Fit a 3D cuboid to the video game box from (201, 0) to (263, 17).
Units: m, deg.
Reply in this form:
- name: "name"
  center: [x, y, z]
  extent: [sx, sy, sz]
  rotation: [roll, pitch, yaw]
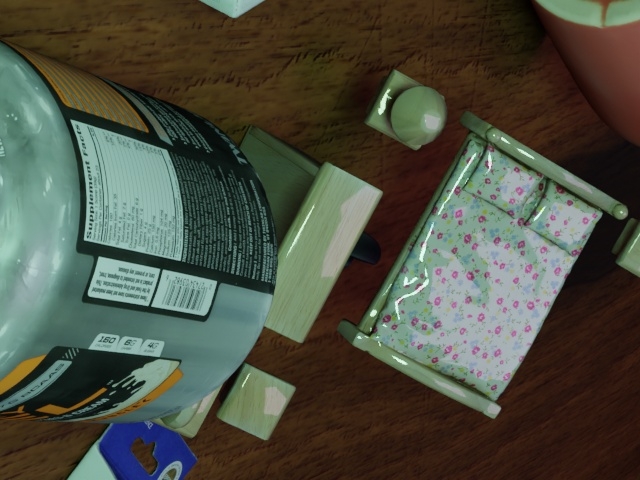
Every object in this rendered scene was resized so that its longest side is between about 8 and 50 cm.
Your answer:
- name: "video game box"
  center: [-0.001, -0.264, 1.171]
  extent: [0.205, 0.048, 0.187]
  rotation: [-38, 150, -42]

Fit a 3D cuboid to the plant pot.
- name: "plant pot"
  center: [0.297, -0.235, 1.576]
  extent: [0.243, 0.275, 0.275]
  rotation: [26, 93, -57]

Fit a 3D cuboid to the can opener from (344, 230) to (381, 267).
- name: "can opener"
  center: [0.000, 0.000, 1.468]
  extent: [0.186, 0.059, 0.073]
  rotation: [19, 76, -72]

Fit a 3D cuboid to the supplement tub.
- name: "supplement tub"
  center: [-0.166, -0.003, 0.952]
  extent: [0.193, 0.194, 0.316]
  rotation: [-63, 156, 5]

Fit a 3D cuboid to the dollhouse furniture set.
- name: "dollhouse furniture set"
  center: [0.089, 0.068, 1.327]
  extent: [0.356, 0.174, 0.303]
  rotation: [27, 94, -22]

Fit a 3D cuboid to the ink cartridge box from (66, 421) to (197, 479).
- name: "ink cartridge box"
  center: [-0.204, 0.296, 1.392]
  extent: [0.371, 0.069, 0.175]
  rotation: [-55, 156, -17]
